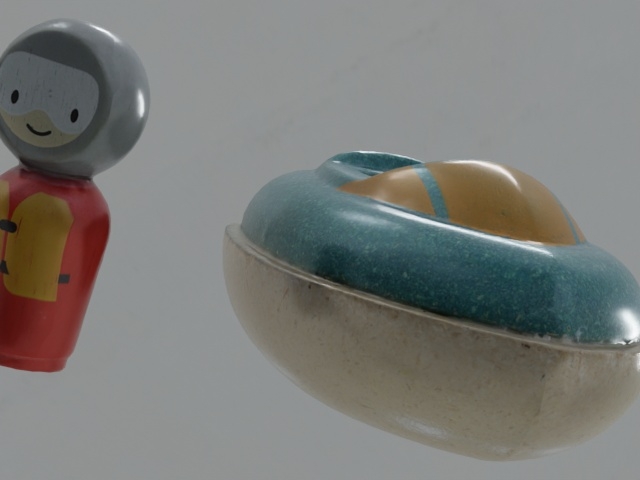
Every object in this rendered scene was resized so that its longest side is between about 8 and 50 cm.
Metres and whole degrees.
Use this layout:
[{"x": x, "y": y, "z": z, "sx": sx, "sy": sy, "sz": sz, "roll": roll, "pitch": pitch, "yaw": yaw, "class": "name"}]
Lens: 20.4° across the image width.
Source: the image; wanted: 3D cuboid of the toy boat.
[{"x": 0.000, "y": 0.000, "z": 0.804, "sx": 0.318, "sy": 0.267, "sz": 0.148, "roll": 10, "pitch": -83, "yaw": -24, "class": "toy boat"}]
